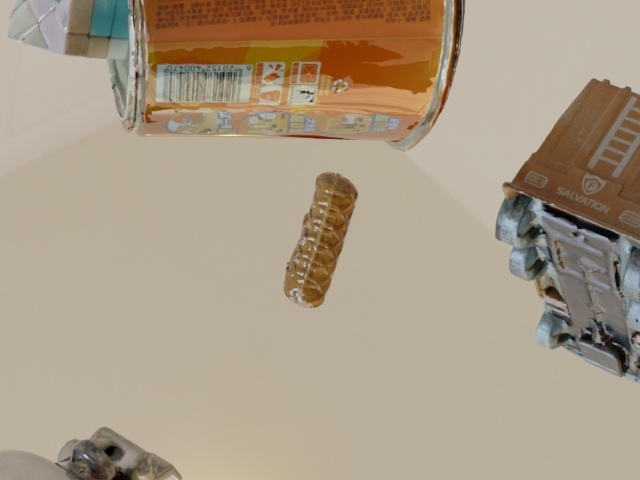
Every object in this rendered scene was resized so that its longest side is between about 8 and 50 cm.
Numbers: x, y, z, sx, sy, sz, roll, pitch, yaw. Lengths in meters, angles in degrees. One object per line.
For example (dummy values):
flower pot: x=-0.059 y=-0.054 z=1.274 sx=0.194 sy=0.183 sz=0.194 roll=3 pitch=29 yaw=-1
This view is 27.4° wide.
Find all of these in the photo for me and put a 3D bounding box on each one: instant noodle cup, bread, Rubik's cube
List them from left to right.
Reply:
Rubik's cube: x=-0.172 y=-0.166 z=0.897 sx=0.075 sy=0.084 sz=0.073 roll=-28 pitch=-46 yaw=-68
instant noodle cup: x=-0.045 y=-0.198 z=0.942 sx=0.214 sy=0.296 sz=0.296 roll=-5 pitch=-32 yaw=-14
bread: x=0.000 y=0.000 z=1.449 sx=0.044 sy=0.052 sz=0.157 roll=-9 pitch=-61 yaw=-62

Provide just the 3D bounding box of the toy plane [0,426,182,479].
toy plane: x=-0.211 y=0.260 z=1.088 sx=0.245 sy=0.245 sz=0.117 roll=-36 pitch=-38 yaw=-29

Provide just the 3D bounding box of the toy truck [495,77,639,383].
toy truck: x=0.262 y=0.004 z=1.123 sx=0.162 sy=0.136 sz=0.305 roll=-56 pitch=-30 yaw=-16
